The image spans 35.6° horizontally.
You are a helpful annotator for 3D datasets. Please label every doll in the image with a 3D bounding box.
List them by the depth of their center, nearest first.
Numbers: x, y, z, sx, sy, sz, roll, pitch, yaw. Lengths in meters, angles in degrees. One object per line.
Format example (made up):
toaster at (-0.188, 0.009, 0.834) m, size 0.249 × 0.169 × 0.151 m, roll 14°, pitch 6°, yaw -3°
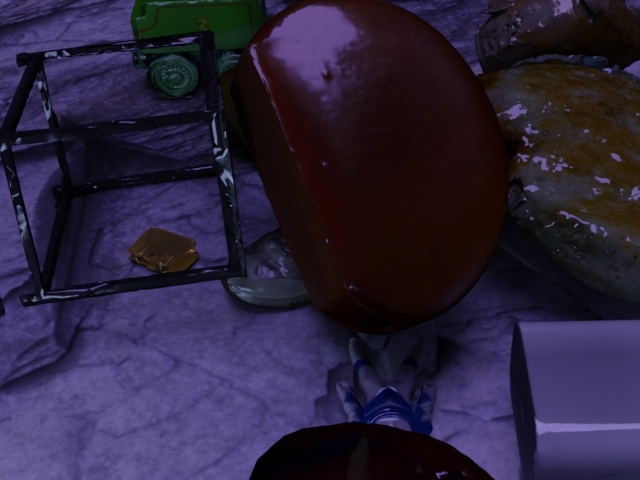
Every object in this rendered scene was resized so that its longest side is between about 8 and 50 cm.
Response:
doll at (0.073, 0.189, 1.090) m, size 0.114 × 0.057 × 0.227 m, roll 3°, pitch 33°, yaw 0°

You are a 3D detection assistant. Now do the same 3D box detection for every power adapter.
power adapter at (0.331, 0.174, 1.030) m, size 0.255 × 0.124 × 0.187 m, roll -2°, pitch 42°, yaw 4°

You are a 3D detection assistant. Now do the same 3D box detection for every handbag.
handbag at (-0.210, 0.016, 1.331) m, size 0.083 × 0.027 × 0.061 m, roll 18°, pitch 47°, yaw 28°

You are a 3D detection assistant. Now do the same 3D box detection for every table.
table at (-0.251, -0.106, 1.275) m, size 0.273 × 0.222 × 0.335 m, roll -8°, pitch 27°, yaw -4°

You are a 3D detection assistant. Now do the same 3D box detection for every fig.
fig at (-0.088, -0.195, 1.489) m, size 0.133 × 0.126 × 0.185 m, roll -4°, pitch 36°, yaw -20°

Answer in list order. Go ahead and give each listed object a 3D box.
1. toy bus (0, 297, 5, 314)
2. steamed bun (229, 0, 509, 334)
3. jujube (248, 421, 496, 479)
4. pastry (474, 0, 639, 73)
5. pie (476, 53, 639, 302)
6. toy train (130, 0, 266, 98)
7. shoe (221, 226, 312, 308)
toy bus at (-0.487, 0.101, 1.210) m, size 0.103 × 0.091 × 0.182 m, roll 19°, pitch 45°, yaw 24°
steamed bun at (0.070, -0.091, 1.140) m, size 0.248 × 0.235 × 0.379 m, roll -22°, pitch 85°, yaw -15°
jujube at (0.073, 0.318, 0.810) m, size 0.259 × 0.258 × 0.376 m, roll -20°, pitch 56°, yaw -17°
pastry at (0.355, -0.302, 1.489) m, size 0.257 × 0.120 × 0.236 m, roll 5°, pitch -16°, yaw -44°
pie at (0.362, -0.080, 1.276) m, size 0.395 × 0.180 × 0.418 m, roll -11°, pitch 43°, yaw -28°
toy train at (-0.192, -0.337, 1.609) m, size 0.243 × 0.188 × 0.132 m, roll -3°, pitch 41°, yaw 3°
shoe at (0.000, 0.000, 1.279) m, size 0.275 × 0.098 × 0.103 m, roll -23°, pitch 41°, yaw -18°
